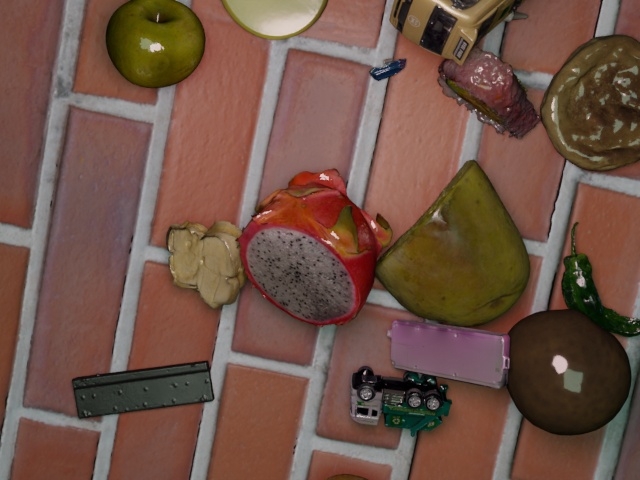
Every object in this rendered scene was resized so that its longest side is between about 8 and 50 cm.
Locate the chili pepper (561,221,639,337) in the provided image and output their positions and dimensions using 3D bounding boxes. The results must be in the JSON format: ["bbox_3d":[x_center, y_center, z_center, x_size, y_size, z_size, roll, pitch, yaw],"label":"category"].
[{"bbox_3d":[0.582,0.108,1.625,0.122,0.065,0.279,-34,96,-5],"label":"chili pepper"}]

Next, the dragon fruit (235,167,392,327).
[{"bbox_3d":[0.000,0.000,1.538,0.305,0.226,0.306,19,136,19],"label":"dragon fruit"}]

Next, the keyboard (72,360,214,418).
[{"bbox_3d":[-0.394,0.328,1.688,0.309,0.018,0.101,-8,97,2],"label":"keyboard"}]

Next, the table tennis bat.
[{"bbox_3d":[-0.151,-0.575,1.579,0.368,0.054,0.224,35,96,-7],"label":"table tennis bat"}]

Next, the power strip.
[{"bbox_3d":[0.266,0.233,1.587,0.278,0.037,0.109,5,96,35],"label":"power strip"}]

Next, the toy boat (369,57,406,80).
[{"bbox_3d":[0.142,-0.365,1.601,0.083,0.038,0.038,-19,95,3],"label":"toy boat"}]

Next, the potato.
[{"bbox_3d":[0.302,0.047,1.550,0.280,0.213,0.330,43,96,-3],"label":"potato"}]

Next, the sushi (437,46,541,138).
[{"bbox_3d":[0.351,-0.302,1.537,0.241,0.161,0.107,38,94,-2],"label":"sushi"}]

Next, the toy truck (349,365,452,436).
[{"bbox_3d":[0.167,0.352,1.638,0.215,0.110,0.116,6,107,0],"label":"toy truck"}]

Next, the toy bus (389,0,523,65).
[{"bbox_3d":[0.310,-0.513,1.452,0.365,0.177,0.202,-43,82,-15],"label":"toy bus"}]

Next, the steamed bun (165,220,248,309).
[{"bbox_3d":[-0.225,0.045,1.603,0.177,0.106,0.192,3,108,30],"label":"steamed bun"}]

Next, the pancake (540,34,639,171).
[{"bbox_3d":[0.606,-0.285,1.591,0.294,0.049,0.295,0,94,2],"label":"pancake"}]

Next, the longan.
[{"bbox_3d":[0.500,0.266,1.551,0.257,0.258,0.258,0,96,1],"label":"longan"}]

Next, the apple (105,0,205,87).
[{"bbox_3d":[-0.333,-0.397,1.533,0.196,0.196,0.157,17,132,-1],"label":"apple"}]

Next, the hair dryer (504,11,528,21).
[{"bbox_3d":[0.346,-0.492,1.584,0.183,0.044,0.155,-8,97,-3],"label":"hair dryer"}]

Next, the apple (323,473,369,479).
[{"bbox_3d":[0.058,0.610,1.625,0.211,0.188,0.211,0,93,3],"label":"apple"}]
